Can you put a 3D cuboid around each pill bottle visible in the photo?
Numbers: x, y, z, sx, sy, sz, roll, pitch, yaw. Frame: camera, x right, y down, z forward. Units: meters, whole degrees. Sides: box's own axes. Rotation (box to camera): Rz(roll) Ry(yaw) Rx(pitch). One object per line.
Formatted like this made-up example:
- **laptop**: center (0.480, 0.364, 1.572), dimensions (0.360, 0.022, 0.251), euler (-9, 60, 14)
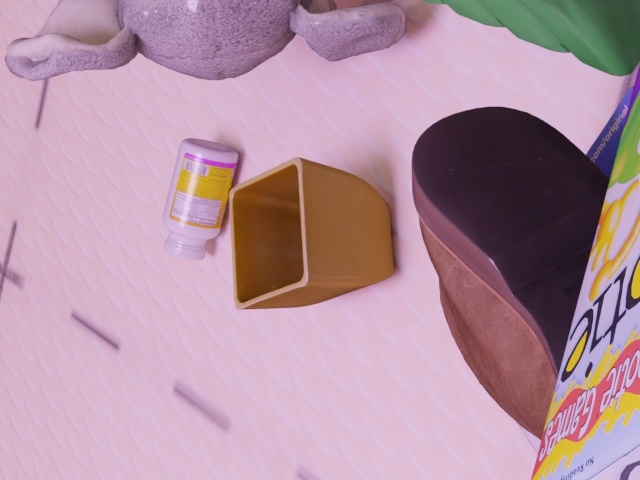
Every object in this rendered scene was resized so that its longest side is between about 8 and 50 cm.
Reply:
- **pill bottle**: center (-0.089, -0.029, 1.303), dimensions (0.043, 0.043, 0.083), euler (31, 110, 52)

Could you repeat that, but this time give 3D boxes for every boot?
- **boot**: center (0.142, 0.073, 0.838), dimensions (0.305, 0.112, 0.115), euler (56, 159, 37)

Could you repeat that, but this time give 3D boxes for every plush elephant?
- **plush elephant**: center (-0.084, -0.216, 1.147), dimensions (0.255, 0.272, 0.330), euler (-114, 14, -54)

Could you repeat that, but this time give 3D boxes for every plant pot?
- **plant pot**: center (0.000, 0.000, 1.136), dimensions (0.081, 0.083, 0.081), euler (-23, 67, 52)

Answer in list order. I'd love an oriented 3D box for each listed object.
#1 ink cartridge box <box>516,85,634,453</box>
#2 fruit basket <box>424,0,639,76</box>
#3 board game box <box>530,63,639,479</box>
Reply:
- **ink cartridge box**: center (0.200, 0.087, 0.860), dimensions (0.311, 0.065, 0.185), euler (55, 128, 41)
- **fruit basket**: center (0.068, -0.258, 0.871), dimensions (0.165, 0.353, 0.327), euler (-42, 40, -15)
- **board game box**: center (0.197, -0.001, 0.691), dimensions (0.142, 0.144, 0.275), euler (-50, 16, 55)
